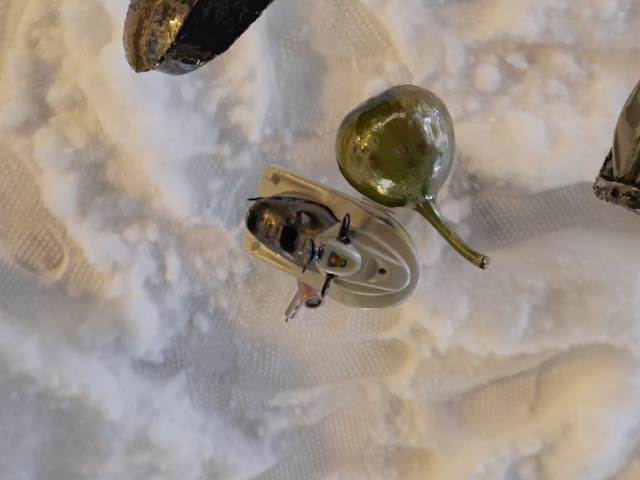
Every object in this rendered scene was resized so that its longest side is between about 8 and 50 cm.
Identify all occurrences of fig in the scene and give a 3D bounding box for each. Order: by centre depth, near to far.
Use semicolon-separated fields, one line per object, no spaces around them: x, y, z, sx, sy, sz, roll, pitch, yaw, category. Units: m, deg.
0.121;-0.065;1.082;0.149;0.149;0.245;-33;85;8;fig

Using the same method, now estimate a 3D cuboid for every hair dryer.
-0.029;0.088;1.317;0.037;0.063;0.114;10;136;-22;hair dryer

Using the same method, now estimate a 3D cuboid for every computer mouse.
-0.108;-0.299;0.993;0.295;0.168;0.087;-43;127;2;computer mouse

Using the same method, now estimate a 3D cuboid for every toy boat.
0.000;-0.002;1.158;0.140;0.269;0.141;-19;122;-33;toy boat

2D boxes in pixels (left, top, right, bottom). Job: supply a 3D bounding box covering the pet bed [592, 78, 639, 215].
0.274;-0.037;0.532;0.210;0.183;0.159;30;127;9;pet bed
